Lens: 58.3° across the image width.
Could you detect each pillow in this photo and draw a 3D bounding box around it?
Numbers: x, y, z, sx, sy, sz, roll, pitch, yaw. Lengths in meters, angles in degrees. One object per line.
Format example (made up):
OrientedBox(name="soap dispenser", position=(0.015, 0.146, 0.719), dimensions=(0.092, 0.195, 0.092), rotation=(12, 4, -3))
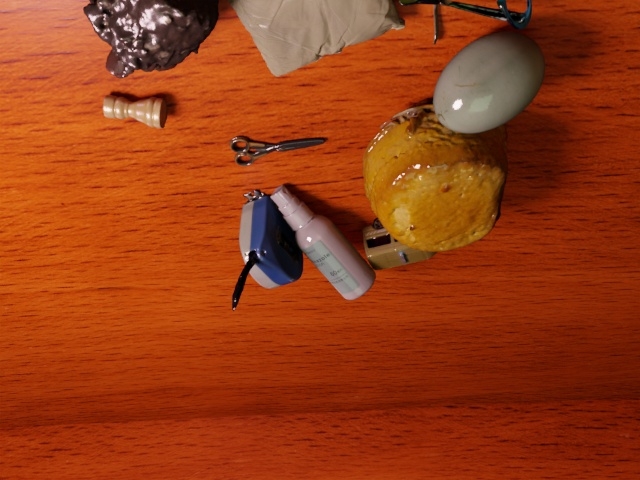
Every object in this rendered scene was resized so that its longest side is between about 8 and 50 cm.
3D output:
OrientedBox(name="pillow", position=(-0.021, -0.437, 1.020), dimensions=(0.281, 0.076, 0.274), rotation=(-16, 139, 18))

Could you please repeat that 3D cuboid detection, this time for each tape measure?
OrientedBox(name="tape measure", position=(-0.126, 0.063, 1.417), dimensions=(0.098, 0.351, 0.215), rotation=(-18, 136, 22))

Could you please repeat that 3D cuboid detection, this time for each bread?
OrientedBox(name="bread", position=(0.273, -0.137, 1.307), dimensions=(0.337, 0.204, 0.358), rotation=(-12, 138, 1))

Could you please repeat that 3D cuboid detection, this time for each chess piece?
OrientedBox(name="chess piece", position=(-0.393, -0.275, 1.216), dimensions=(0.122, 0.066, 0.066), rotation=(6, 140, -2))

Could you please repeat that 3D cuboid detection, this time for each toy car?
OrientedBox(name="toy car", position=(0.243, -0.005, 1.528), dimensions=(0.257, 0.124, 0.101), rotation=(-14, 141, 16))

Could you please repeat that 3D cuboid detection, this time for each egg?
OrientedBox(name="egg", position=(0.324, -0.304, 1.115), dimensions=(0.231, 0.168, 0.168), rotation=(-36, 135, 3))

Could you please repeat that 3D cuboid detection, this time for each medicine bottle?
OrientedBox(name="medicine bottle", position=(0.000, 0.000, 1.485), dimensions=(0.110, 0.110, 0.351), rotation=(-30, 112, 30))

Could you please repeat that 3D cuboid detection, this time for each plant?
OrientedBox(name="plant", position=(-0.296, -0.389, 0.989), dimensions=(0.234, 0.204, 0.178), rotation=(-21, 99, 40))

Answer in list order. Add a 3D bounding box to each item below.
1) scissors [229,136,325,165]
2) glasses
OrientedBox(name="scissors", position=(-0.098, -0.217, 1.335), dimensions=(0.221, 0.017, 0.088), rotation=(-7, 140, 4))
OrientedBox(name="glasses", position=(0.254, -0.427, 1.025), dimensions=(0.239, 0.102, 0.207), rotation=(25, 133, -30))
